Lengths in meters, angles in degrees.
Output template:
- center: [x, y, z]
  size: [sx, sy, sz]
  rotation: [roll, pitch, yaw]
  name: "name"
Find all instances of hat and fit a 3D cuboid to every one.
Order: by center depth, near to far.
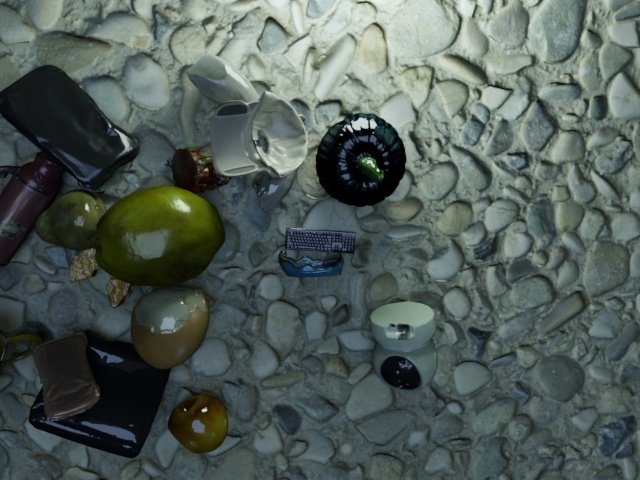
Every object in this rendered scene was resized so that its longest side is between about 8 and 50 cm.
- center: [-0.164, -0.245, 1.240]
  size: [0.225, 0.164, 0.220]
  rotation: [-8, 85, 34]
  name: "hat"

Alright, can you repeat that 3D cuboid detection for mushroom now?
- center: [-0.219, -0.368, 1.278]
  size: [0.118, 0.103, 0.270]
  rotation: [-44, 106, 2]
  name: "mushroom"
- center: [-0.103, -0.212, 1.322]
  size: [0.099, 0.096, 0.278]
  rotation: [17, 98, -53]
  name: "mushroom"

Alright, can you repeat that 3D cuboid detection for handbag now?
- center: [-0.632, -0.282, 1.239]
  size: [0.332, 0.075, 0.192]
  rotation: [45, 62, -10]
  name: "handbag"
- center: [-0.593, 0.426, 1.350]
  size: [0.301, 0.178, 0.275]
  rotation: [21, 54, -7]
  name: "handbag"

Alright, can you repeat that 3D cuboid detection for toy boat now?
- center: [-0.026, 0.060, 1.377]
  size: [0.185, 0.075, 0.077]
  rotation: [-3, 102, -1]
  name: "toy boat"

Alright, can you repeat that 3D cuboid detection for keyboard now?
- center: [0.000, 0.000, 1.403]
  size: [0.202, 0.011, 0.067]
  rotation: [4, 100, -6]
  name: "keyboard"

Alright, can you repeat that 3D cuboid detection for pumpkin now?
- center: [0.114, -0.202, 1.262]
  size: [0.247, 0.248, 0.248]
  rotation: [-1, 99, -5]
  name: "pumpkin"

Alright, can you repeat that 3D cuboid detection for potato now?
- center: [-0.645, -0.046, 1.258]
  size: [0.193, 0.157, 0.157]
  rotation: [-14, 101, 11]
  name: "potato"

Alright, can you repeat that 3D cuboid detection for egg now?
- center: [-0.406, 0.232, 1.309]
  size: [0.201, 0.201, 0.245]
  rotation: [14, 108, -8]
  name: "egg"

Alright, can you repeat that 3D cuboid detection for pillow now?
- center: [-0.656, 0.348, 1.251]
  size: [0.135, 0.034, 0.211]
  rotation: [-15, 65, -24]
  name: "pillow"

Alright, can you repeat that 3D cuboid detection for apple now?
- center: [-0.346, 0.531, 1.391]
  size: [0.163, 0.146, 0.147]
  rotation: [-24, 105, -3]
  name: "apple"

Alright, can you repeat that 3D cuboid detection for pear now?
- center: [-0.406, -0.006, 1.240]
  size: [0.321, 0.269, 0.269]
  rotation: [-12, 101, -26]
  name: "pear"

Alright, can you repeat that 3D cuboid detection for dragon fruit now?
- center: [-0.325, -0.176, 1.298]
  size: [0.174, 0.142, 0.138]
  rotation: [10, 139, -26]
  name: "dragon fruit"

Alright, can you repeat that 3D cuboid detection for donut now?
- center: [-0.583, 0.086, 1.331]
  size: [0.181, 0.078, 0.146]
  rotation: [32, 94, -3]
  name: "donut"

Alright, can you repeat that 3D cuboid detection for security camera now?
- center: [0.242, 0.315, 1.394]
  size: [0.194, 0.194, 0.237]
  rotation: [-7, 105, -4]
  name: "security camera"

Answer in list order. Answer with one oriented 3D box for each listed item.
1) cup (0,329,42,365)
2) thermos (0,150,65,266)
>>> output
- center: [-0.886, 0.340, 1.262]
  size: [0.254, 0.179, 0.256]
  rotation: [13, 136, -30]
  name: "cup"
- center: [-0.786, -0.103, 1.259]
  size: [0.136, 0.109, 0.330]
  rotation: [37, 94, -9]
  name: "thermos"
